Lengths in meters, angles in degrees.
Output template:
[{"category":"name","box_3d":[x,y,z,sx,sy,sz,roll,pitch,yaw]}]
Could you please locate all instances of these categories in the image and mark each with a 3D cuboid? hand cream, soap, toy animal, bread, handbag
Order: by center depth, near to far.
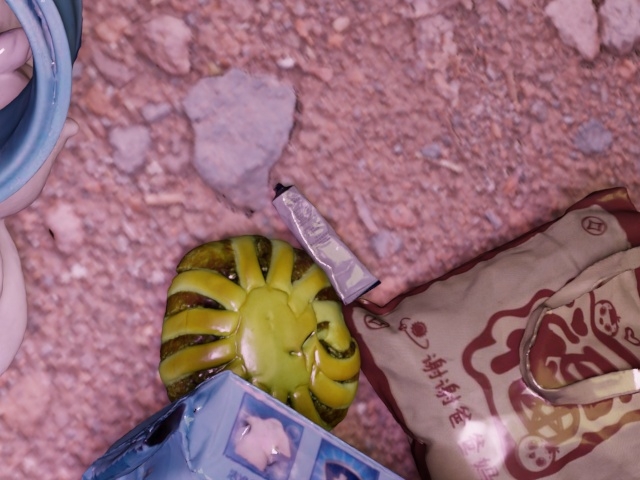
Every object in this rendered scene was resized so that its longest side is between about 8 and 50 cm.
[{"category":"toy animal","box_3d":[-0.185,-0.033,0.808,0.131,0.104,0.221,-14,90,1]},{"category":"soap","box_3d":[-0.003,0.182,0.843,0.293,0.156,0.077,34,51,-18]},{"category":"bread","box_3d":[-0.036,0.064,0.896,0.130,0.071,0.139,1,82,-21]},{"category":"hand cream","box_3d":[0.000,0.000,0.944,0.030,0.019,0.093,-37,89,-27]},{"category":"handbag","box_3d":[0.147,0.092,0.947,0.235,0.127,0.213,-25,79,-7]}]

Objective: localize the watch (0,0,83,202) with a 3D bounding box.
[{"category":"watch","box_3d":[-0.193,-0.109,0.667,0.211,0.211,0.193,-38,126,-26]}]
